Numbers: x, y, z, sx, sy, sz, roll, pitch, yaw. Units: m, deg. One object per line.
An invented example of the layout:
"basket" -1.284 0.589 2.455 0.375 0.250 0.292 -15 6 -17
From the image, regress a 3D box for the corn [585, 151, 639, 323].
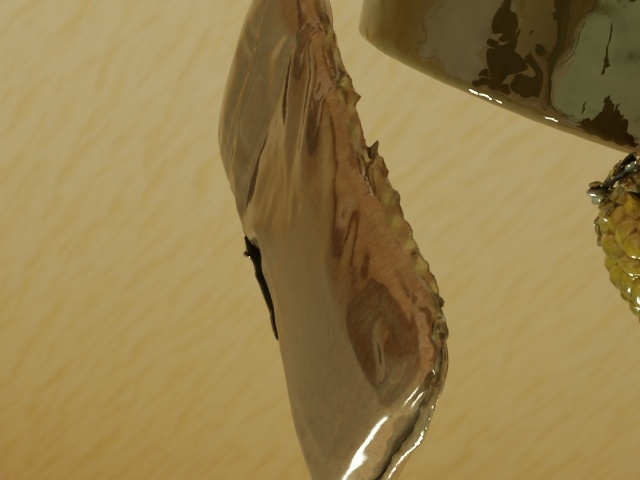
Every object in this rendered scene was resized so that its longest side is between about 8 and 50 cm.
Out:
"corn" 0.281 0.071 1.143 0.115 0.115 0.318 -5 -125 -44

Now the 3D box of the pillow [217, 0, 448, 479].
"pillow" 0.000 -0.002 0.680 0.034 0.135 0.211 -5 -122 -18

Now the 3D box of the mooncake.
"mooncake" 0.177 -0.173 1.338 0.284 0.156 0.284 18 -167 -4
